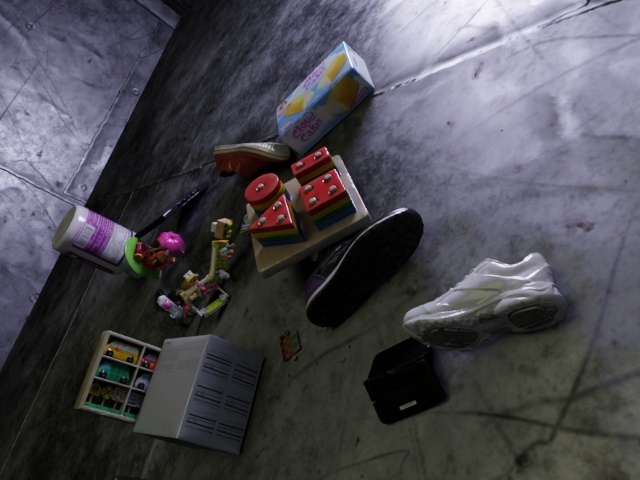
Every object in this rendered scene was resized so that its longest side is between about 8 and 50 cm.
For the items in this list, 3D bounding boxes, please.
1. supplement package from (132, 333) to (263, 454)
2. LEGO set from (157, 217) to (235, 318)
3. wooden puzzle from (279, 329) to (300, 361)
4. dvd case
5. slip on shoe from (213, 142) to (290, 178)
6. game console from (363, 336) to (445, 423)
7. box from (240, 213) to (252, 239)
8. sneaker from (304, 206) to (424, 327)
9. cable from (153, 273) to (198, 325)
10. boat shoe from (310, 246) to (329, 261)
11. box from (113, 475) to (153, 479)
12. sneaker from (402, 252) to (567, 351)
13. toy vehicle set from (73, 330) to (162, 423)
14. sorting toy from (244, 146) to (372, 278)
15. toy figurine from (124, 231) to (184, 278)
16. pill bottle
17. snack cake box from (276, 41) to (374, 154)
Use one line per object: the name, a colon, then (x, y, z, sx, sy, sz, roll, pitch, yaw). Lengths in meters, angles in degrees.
supplement package: (-0.253, 0.321, 1.123, 0.194, 0.149, 0.203, -15, 52, 45)
LEGO set: (-0.276, 0.090, 1.372, 0.287, 0.132, 0.107, -54, 42, -5)
wooden puzzle: (-0.061, 0.214, 1.094, 0.049, 0.006, 0.083, -43, 36, 22)
dvd case: (-0.488, -0.103, 1.777, 0.180, 0.022, 0.253, -25, 18, 38)
slip on shoe: (-0.200, -0.230, 1.552, 0.331, 0.123, 0.101, 5, 100, 48)
game console: (0.136, 0.212, 0.840, 0.122, 0.071, 0.107, -35, 70, 31)
box: (-0.127, -0.055, 1.349, 0.169, 0.054, 0.059, -24, 46, 41)
sneaker: (0.063, 0.025, 1.005, 0.283, 0.107, 0.124, -45, 30, 18)
cable: (-0.413, 0.185, 1.548, 0.287, 0.072, 0.139, -25, 62, 56)
boat shoe: (0.000, 0.000, 1.159, 0.125, 0.038, 0.046, -95, 20, -53)
box: (-0.293, 0.544, 1.003, 0.271, 0.143, 0.165, -19, 50, 42)
sneaker: (0.227, 0.085, 0.772, 0.232, 0.090, 0.115, -19, 41, 29)
toy vehicle set: (-0.379, 0.320, 1.181, 0.035, 0.267, 0.165, -19, 51, 44)
sorting toy: (-0.052, -0.082, 1.166, 0.256, 0.089, 0.257, -28, 39, 7)
toy figurine: (-0.495, 0.039, 1.689, 0.159, 0.173, 0.130, -20, 46, 16)
pill bottle: (-0.734, 0.017, 1.842, 0.169, 0.302, 0.169, -31, 42, 33)
snack cake box: (0.005, -0.368, 1.400, 0.264, 0.089, 0.152, -39, 39, 25)
